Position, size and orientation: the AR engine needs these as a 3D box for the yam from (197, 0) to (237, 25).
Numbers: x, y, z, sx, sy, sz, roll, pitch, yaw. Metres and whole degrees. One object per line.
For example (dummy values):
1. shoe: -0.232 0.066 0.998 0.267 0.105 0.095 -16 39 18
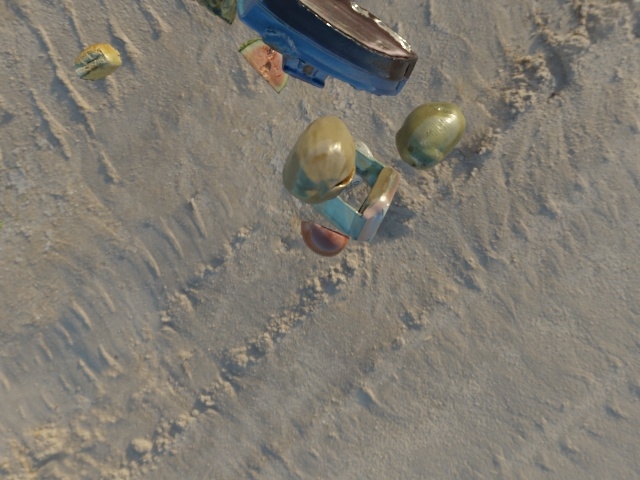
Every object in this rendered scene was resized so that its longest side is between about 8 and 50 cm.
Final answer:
1. yam: -0.175 -0.536 0.791 0.107 0.107 0.194 30 105 -11

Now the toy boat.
1. toy boat: 0.011 -0.216 0.467 0.223 0.100 0.097 14 150 -31

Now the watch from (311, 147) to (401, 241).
1. watch: 0.070 -0.146 1.074 0.241 0.253 0.162 27 137 3

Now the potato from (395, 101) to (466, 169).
1. potato: 0.456 -0.449 1.732 0.326 0.221 0.243 -43 70 -12

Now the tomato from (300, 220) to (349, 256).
1. tomato: 0.000 0.000 1.640 0.199 0.228 0.112 22 84 -6

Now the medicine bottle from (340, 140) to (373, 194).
1. medicine bottle: 0.056 -0.249 1.557 0.288 0.157 0.157 -28 108 -7

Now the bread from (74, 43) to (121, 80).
1. bread: -0.687 -0.551 1.261 0.125 0.106 0.082 -26 102 7

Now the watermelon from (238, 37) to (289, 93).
1. watermelon: -0.138 -0.452 1.017 0.087 0.069 0.163 -51 146 3

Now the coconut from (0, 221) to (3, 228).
1. coconut: -0.578 0.003 0.653 0.133 0.158 0.055 -18 103 28

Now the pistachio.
1. pistachio: 0.001 -0.143 0.723 0.124 0.185 0.125 7 142 5
